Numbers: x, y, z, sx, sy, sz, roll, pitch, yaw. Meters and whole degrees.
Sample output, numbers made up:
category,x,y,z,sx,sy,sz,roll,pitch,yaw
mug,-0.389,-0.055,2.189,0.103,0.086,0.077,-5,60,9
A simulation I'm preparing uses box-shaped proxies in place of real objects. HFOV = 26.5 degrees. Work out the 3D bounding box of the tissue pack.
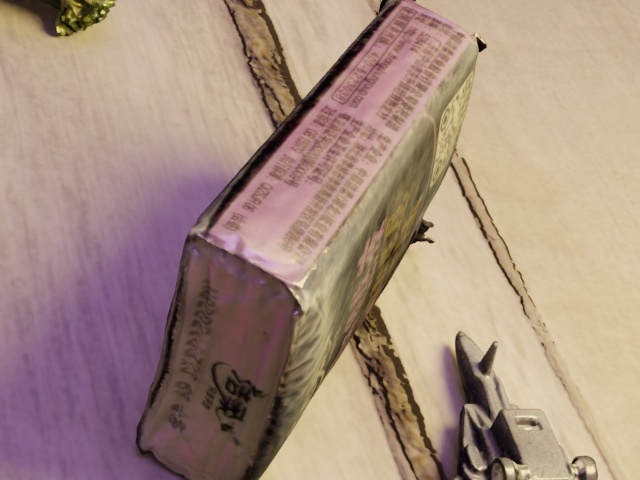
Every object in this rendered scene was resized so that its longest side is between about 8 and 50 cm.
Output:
category,x,y,z,sx,sy,sz,roll,pitch,yaw
tissue pack,0.000,0.000,1.061,0.122,0.259,0.361,27,45,11

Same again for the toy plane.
category,x,y,z,sx,sy,sz,roll,pitch,yaw
toy plane,0.154,0.160,1.083,0.212,0.088,0.267,3,47,-19

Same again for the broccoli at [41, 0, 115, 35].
category,x,y,z,sx,sy,sz,roll,pitch,yaw
broccoli,-0.335,-0.269,1.255,0.252,0.221,0.361,26,54,14
